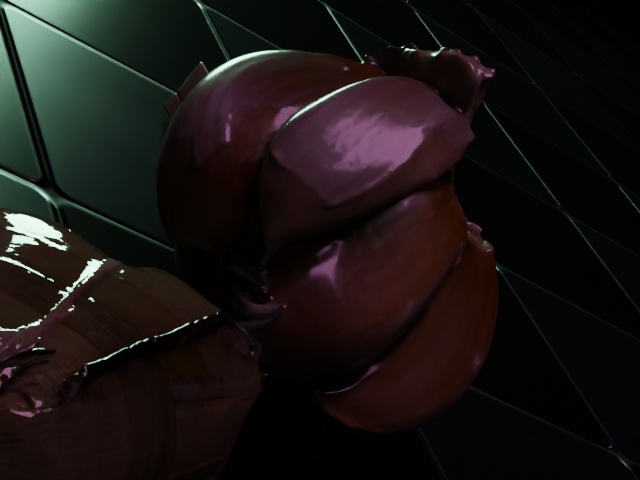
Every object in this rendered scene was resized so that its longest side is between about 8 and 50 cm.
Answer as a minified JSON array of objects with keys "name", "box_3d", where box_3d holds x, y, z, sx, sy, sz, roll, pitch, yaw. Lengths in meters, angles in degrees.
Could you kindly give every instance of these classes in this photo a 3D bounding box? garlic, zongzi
[{"name":"garlic","box_3d":[0.000,0.000,0.863,0.191,0.214,0.160,-35,48,-27]},{"name":"zongzi","box_3d":[-0.138,0.038,0.608,0.197,0.099,0.194,33,16,17]}]

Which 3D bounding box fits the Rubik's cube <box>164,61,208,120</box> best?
[{"name":"Rubik's cube","box_3d":[-0.056,-0.091,1.093,0.075,0.073,0.084,49,23,26]}]
